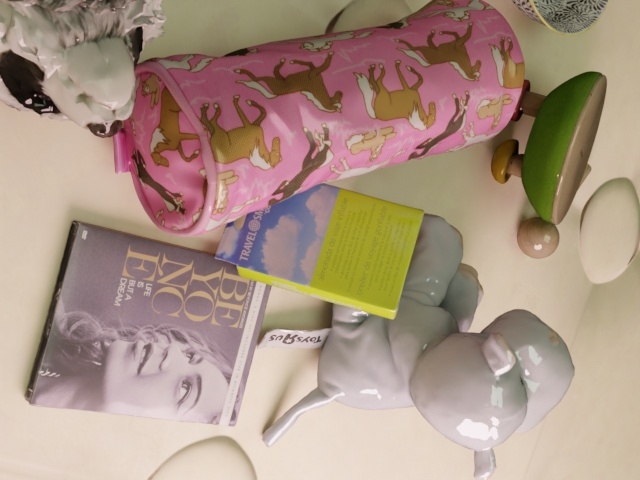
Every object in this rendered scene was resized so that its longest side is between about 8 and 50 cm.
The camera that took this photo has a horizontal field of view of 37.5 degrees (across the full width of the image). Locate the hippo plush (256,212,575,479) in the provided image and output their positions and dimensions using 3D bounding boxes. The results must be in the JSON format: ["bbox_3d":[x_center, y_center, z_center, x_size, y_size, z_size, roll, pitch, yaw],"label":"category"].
[{"bbox_3d":[0.121,0.097,0.962,0.294,0.236,0.234,-11,106,-37],"label":"hippo plush"}]

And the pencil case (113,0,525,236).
[{"bbox_3d":[0.007,-0.124,0.867,0.386,0.167,0.160,-21,73,-33],"label":"pencil case"}]

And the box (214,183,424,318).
[{"bbox_3d":[0.000,0.000,0.910,0.178,0.042,0.109,16,72,4],"label":"box"}]

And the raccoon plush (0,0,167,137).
[{"bbox_3d":[-0.187,-0.301,0.681,0.216,0.299,0.447,4,75,-29],"label":"raccoon plush"}]

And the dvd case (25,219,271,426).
[{"bbox_3d":[-0.150,0.085,0.885,0.221,0.018,0.165,16,89,-40],"label":"dvd case"}]

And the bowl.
[{"bbox_3d":[0.262,-0.323,1.094,0.170,0.080,0.170,-9,104,-37],"label":"bowl"}]

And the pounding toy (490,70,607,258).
[{"bbox_3d":[0.261,-0.106,1.141,0.183,0.110,0.237,-60,158,-26],"label":"pounding toy"}]
